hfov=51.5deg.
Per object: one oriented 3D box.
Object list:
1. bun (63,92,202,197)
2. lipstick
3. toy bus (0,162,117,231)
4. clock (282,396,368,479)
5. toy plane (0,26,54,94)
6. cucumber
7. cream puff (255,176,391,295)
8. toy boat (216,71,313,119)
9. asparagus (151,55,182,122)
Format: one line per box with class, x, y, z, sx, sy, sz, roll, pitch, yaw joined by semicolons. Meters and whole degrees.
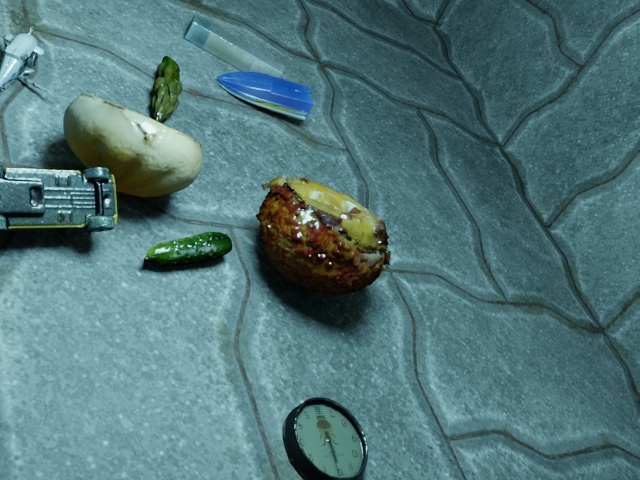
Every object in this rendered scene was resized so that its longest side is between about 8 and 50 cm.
bun;-0.398;-0.178;1.390;0.298;0.165;0.299;21;-1;0
lipstick;-0.269;-0.595;2.090;0.317;0.068;0.066;25;36;-21
toy bus;-0.538;-0.071;1.196;0.335;0.123;0.121;-3;85;-46
clock;0.014;0.393;1.301;0.184;0.040;0.185;26;37;-21
toy plane;-0.678;-0.364;1.415;0.182;0.107;0.273;33;39;-2
cucumber;-0.279;0.020;1.408;0.227;0.069;0.069;-11;60;-47
cream puff;0.002;0.002;1.554;0.350;0.229;0.350;22;16;-7
toy boat;-0.174;-0.451;2.019;0.295;0.088;0.129;12;43;-19
asparagus;-0.401;-0.396;1.741;0.080;0.080;0.287;25;38;-22
